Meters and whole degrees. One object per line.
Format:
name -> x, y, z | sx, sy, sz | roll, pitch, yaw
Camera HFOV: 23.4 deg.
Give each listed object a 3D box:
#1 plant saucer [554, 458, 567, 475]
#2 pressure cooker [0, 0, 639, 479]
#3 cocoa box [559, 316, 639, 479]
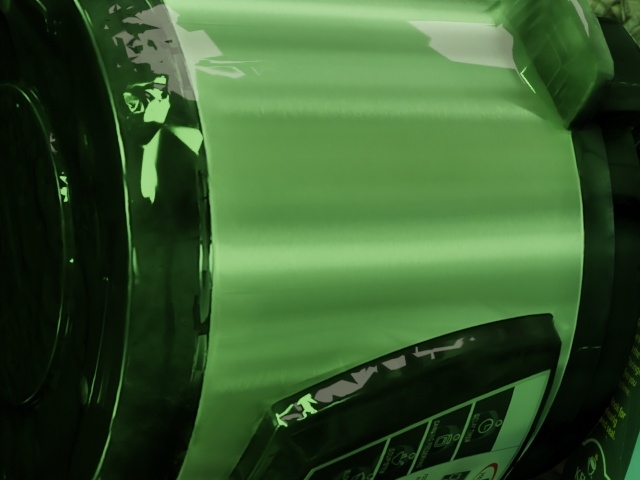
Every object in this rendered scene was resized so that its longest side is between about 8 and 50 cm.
plant saucer -> 0.251, 0.170, 1.153 | 0.199, 0.036, 0.198 | 8, -2, 0
pressure cooker -> -0.001, -0.006, 0.969 | 0.420, 0.375, 0.370 | -2, 10, -32
cocoa box -> 0.305, 0.176, 0.882 | 0.231, 0.228, 0.347 | 10, 15, -13
